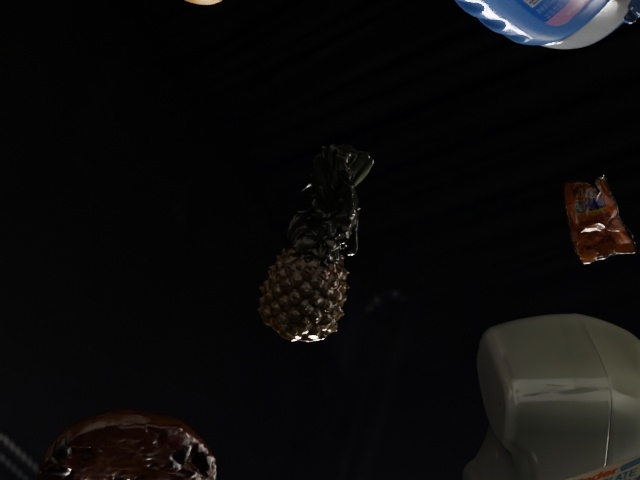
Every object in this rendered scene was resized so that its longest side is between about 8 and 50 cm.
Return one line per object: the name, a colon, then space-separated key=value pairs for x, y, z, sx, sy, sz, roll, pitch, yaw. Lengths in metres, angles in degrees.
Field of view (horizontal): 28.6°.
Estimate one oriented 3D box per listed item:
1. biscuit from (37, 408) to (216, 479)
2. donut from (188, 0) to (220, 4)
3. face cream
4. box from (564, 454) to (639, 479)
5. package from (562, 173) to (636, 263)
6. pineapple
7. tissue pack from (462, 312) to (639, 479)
biscuit: x=-0.199 y=0.250 z=1.311 sx=0.192 sy=0.192 sz=0.049 roll=46 pitch=-160 yaw=-39
donut: x=-0.074 y=-0.294 z=0.988 sx=0.114 sy=0.226 sz=0.226 roll=32 pitch=-143 yaw=-9
face cream: x=0.150 y=-0.208 z=0.842 sx=0.083 sy=0.149 sz=0.264 roll=39 pitch=-170 yaw=35
box: x=0.316 y=0.262 z=1.111 sx=0.048 sy=0.273 sz=0.265 roll=56 pitch=-147 yaw=-11
package: x=0.341 y=-0.026 z=1.549 sx=0.033 sy=0.077 sz=0.110 roll=-41 pitch=-65 yaw=-69
pineapple: x=0.000 y=0.000 z=0.997 sx=0.074 sy=0.074 sz=0.159 roll=-26 pitch=-43 yaw=-63
tissue pack: x=0.314 y=0.266 z=1.570 sx=0.229 sy=0.236 sz=0.333 roll=-99 pitch=10 yaw=-62
